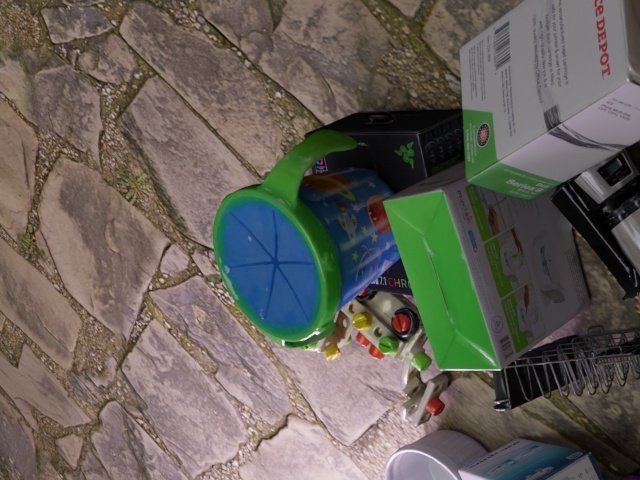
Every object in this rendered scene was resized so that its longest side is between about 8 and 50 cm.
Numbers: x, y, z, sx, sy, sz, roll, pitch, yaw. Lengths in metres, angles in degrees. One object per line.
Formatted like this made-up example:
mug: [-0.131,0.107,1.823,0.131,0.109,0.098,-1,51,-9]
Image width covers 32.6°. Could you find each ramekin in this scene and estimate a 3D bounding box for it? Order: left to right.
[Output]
ramekin: [0.223,0.429,1.904,0.207,0.109,0.207,26,130,36]

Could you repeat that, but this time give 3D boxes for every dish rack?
dish rack: [0.386,0.166,1.505,0.271,0.208,0.074,-16,89,49]

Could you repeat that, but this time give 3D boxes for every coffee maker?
coffee maker: [0.393,-0.019,1.449,0.178,0.120,0.171,54,141,12]

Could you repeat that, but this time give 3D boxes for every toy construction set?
toy construction set: [0.087,0.172,1.873,0.327,0.151,0.215,35,110,19]

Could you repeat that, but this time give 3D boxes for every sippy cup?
sippy cup: [0.000,0.000,1.601,0.240,0.224,0.305,57,140,8]

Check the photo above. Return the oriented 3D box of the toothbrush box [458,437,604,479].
toothbrush box: [0.346,0.432,1.661,0.216,0.126,0.295,65,167,2]

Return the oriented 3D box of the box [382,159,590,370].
box: [0.243,0.019,1.548,0.126,0.231,0.262,-8,106,49]

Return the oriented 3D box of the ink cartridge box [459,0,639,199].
ink cartridge box: [0.310,-0.205,1.359,0.289,0.121,0.211,-32,50,51]

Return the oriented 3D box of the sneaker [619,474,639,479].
sneaker: [0.549,0.455,1.578,0.146,0.102,0.293,-35,87,44]

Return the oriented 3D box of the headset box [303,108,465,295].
headset box: [0.125,-0.071,1.707,0.246,0.131,0.283,6,115,45]
